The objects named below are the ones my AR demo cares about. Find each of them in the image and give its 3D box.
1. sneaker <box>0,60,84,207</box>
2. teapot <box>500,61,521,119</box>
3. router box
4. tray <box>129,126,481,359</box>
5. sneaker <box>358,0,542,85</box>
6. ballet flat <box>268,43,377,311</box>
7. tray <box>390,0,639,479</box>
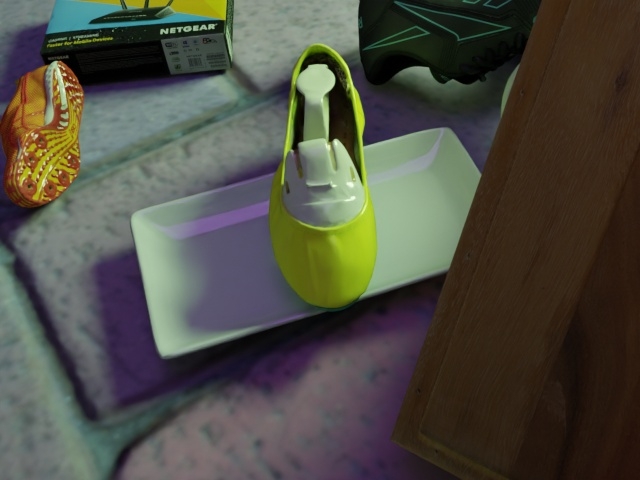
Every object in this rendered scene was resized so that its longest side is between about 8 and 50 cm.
[{"bbox_3d":[-0.250,-0.087,0.699,0.067,0.064,0.175,-22,42,14],"label":"sneaker"},{"bbox_3d":[0.269,-0.061,0.531,0.252,0.187,0.256,15,23,-4],"label":"teapot"},{"bbox_3d":[-0.178,-0.220,0.804,0.178,0.046,0.133,-6,48,2],"label":"router box"},{"bbox_3d":[0.000,0.000,0.601,0.270,0.030,0.145,-16,48,-7],"label":"tray"},{"bbox_3d":[0.150,-0.184,0.680,0.267,0.101,0.106,7,88,34],"label":"sneaker"},{"bbox_3d":[-0.001,-0.060,0.581,0.077,0.077,0.231,-3,49,3],"label":"ballet flat"},{"bbox_3d":[0.193,-0.041,0.392,0.202,0.411,0.076,23,17,25],"label":"tray"}]
